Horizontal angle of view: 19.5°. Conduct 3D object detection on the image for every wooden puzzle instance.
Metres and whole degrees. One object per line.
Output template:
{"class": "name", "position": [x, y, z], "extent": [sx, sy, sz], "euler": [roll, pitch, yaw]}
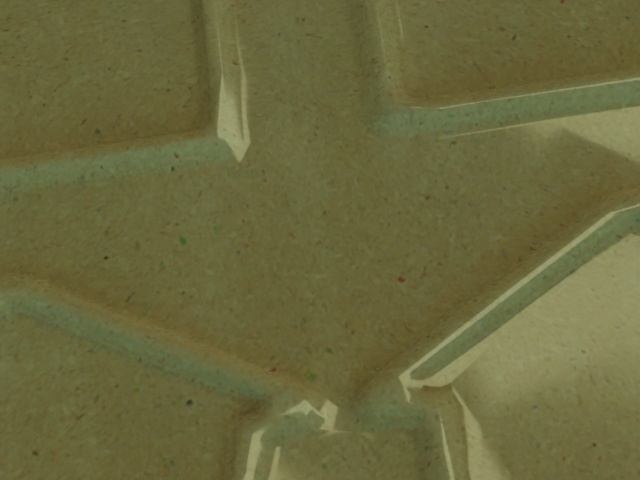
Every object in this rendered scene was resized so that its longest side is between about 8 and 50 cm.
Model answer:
{"class": "wooden puzzle", "position": [0.000, 0.000, 0.470], "extent": [0.322, 0.080, 0.348], "euler": [-8, 56, 1]}
